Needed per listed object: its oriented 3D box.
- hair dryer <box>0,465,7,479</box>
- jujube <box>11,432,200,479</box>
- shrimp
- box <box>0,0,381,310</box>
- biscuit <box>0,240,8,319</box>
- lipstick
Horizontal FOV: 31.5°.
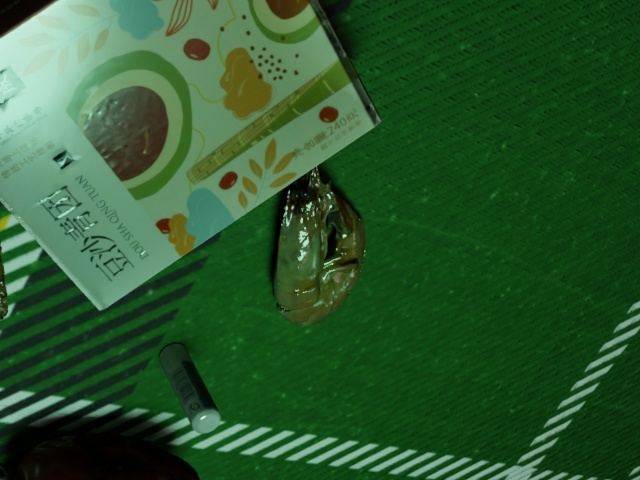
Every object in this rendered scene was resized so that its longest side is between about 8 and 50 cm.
[{"bbox_3d":[-0.412,0.332,1.498,0.063,0.037,0.114,-50,139,11],"label":"hair dryer"},{"bbox_3d":[-0.275,0.341,1.474,0.243,0.183,0.183,3,122,-30],"label":"jujube"},{"bbox_3d":[0.000,-0.001,1.454,0.145,0.061,0.267,-24,129,-23],"label":"shrimp"},{"bbox_3d":[-0.174,-0.162,1.193,0.385,0.122,0.344,-34,133,-2],"label":"box"},{"bbox_3d":[-0.468,0.061,1.268,0.231,0.025,0.131,-12,128,-21],"label":"biscuit"},{"bbox_3d":[-0.167,0.188,1.446,0.040,0.141,0.040,-15,128,-19],"label":"lipstick"}]
